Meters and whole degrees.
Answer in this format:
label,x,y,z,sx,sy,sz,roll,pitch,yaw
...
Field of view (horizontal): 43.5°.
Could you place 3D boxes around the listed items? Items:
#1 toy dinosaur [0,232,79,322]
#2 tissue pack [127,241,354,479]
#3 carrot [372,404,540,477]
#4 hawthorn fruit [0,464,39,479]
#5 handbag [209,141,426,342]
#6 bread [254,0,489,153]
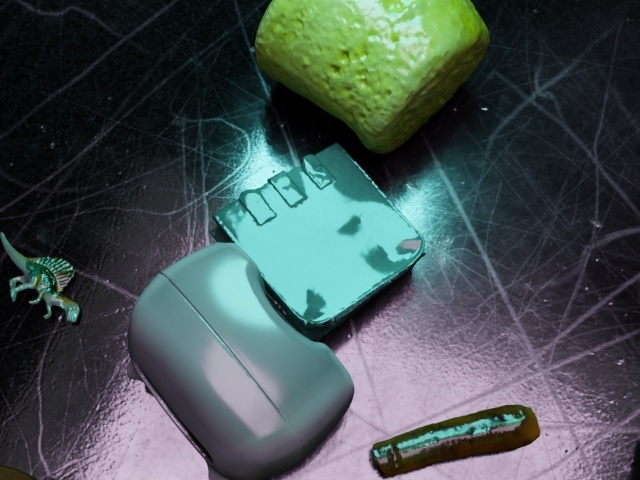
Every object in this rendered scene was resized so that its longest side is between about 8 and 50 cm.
label,x,y,z,sx,sy,sz,roll,pitch,yaw
toy dinosaur,-0.463,0.057,1.334,0.106,0.044,0.187,-11,57,-19
tissue pack,-0.133,0.189,1.183,0.236,0.229,0.333,-37,74,-20
carrot,0.207,0.309,1.235,0.260,0.070,0.070,-14,70,-5
hawthorn fruit,-0.445,0.468,1.048,0.308,0.308,0.324,32,82,10
handbag,0.001,0.004,1.319,0.269,0.100,0.274,-36,70,-23
bread,0.089,-0.332,1.337,0.348,0.348,0.307,-38,80,-14
